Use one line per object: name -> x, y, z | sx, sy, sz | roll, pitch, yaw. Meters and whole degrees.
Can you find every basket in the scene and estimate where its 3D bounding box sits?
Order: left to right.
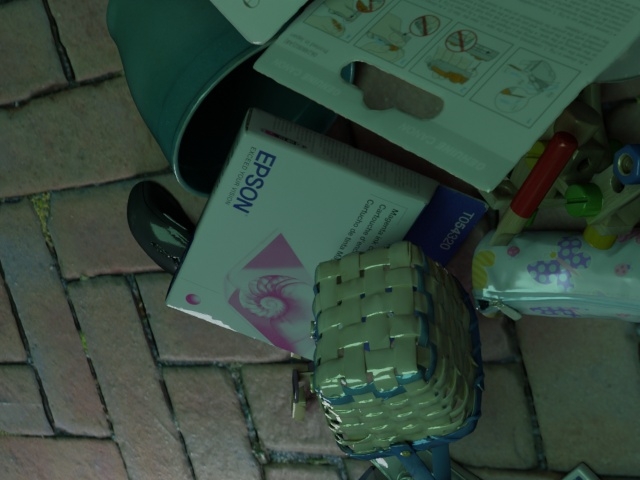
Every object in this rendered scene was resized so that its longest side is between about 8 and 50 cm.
basket -> 0.101, 0.148, 1.164 | 0.201, 0.255, 0.289 | -17, 139, 22

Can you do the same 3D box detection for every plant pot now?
plant pot -> -0.139, -0.238, 1.235 | 0.255, 0.271, 0.272 | 50, 129, 24

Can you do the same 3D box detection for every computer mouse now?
computer mouse -> -0.207, -0.002, 1.489 | 0.262, 0.060, 0.184 | 51, 129, 5

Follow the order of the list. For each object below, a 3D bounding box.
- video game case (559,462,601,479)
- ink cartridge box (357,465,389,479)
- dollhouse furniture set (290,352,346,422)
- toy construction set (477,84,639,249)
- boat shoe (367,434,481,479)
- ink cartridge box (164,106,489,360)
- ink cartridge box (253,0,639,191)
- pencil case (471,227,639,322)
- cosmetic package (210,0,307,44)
video game case -> 0.371, 0.425, 1.300 | 0.201, 0.023, 0.183 | 45, 127, 12
ink cartridge box -> 0.080, 0.590, 1.487 | 0.270, 0.151, 0.395 | 36, 126, 17
dollhouse furniture set -> -0.005, 0.222, 1.479 | 0.081, 0.091, 0.114 | -3, 141, -7
toy construction set -> 0.260, -0.065, 1.016 | 0.257, 0.309, 0.237 | 43, 132, 21
boat shoe -> 0.148, 0.348, 1.380 | 0.227, 0.081, 0.079 | 29, 122, 21
ink cartridge box -> 0.000, 0.022, 1.243 | 0.330, 0.071, 0.324 | 21, 129, -10
ink cartridge box -> 0.173, -0.214, 0.924 | 0.308, 0.385, 0.091 | 33, 161, 35
pencil case -> 0.314, 0.041, 1.118 | 0.273, 0.124, 0.114 | -1, 108, 33
cosmetic package -> -0.046, -0.481, 0.948 | 0.394, 0.327, 0.329 | 45, 125, -10
